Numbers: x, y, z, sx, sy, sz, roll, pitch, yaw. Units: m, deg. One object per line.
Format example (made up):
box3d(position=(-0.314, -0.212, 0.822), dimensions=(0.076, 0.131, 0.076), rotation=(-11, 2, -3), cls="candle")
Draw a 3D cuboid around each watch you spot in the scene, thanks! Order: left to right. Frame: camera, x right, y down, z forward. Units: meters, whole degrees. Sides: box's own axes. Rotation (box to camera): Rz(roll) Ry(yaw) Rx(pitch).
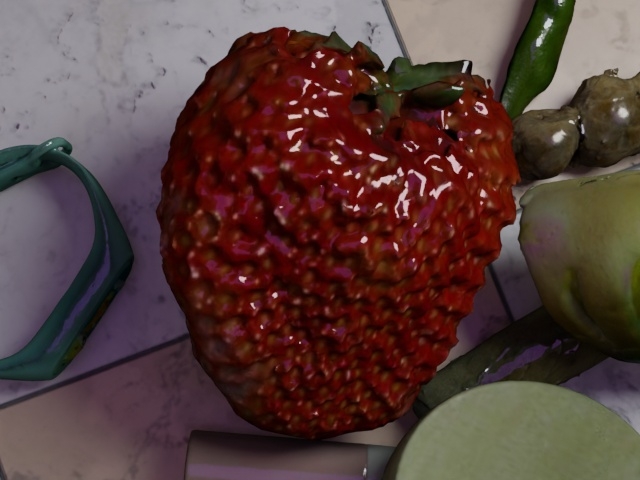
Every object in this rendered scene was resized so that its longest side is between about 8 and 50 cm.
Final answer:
box3d(position=(-0.282, 0.019, 1.104), dimensions=(0.195, 0.068, 0.237), rotation=(34, 87, 6), cls="watch")

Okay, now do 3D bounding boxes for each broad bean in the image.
box3d(position=(0.216, -0.205, 1.140), dimensions=(0.046, 0.061, 0.195), rotation=(17, 82, 3), cls="broad bean")

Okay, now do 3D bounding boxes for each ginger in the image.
box3d(position=(0.272, -0.108, 1.119), dimensions=(0.204, 0.080, 0.104), rotation=(-11, 109, -3), cls="ginger")

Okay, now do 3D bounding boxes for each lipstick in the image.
box3d(position=(0.006, 0.217, 1.077), dimensions=(0.255, 0.070, 0.070), rotation=(5, 83, 0), cls="lipstick")

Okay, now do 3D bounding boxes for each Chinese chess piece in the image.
box3d(position=(0.168, 0.236, 0.969), dimensions=(0.250, 0.101, 0.250), rotation=(4, 53, -5), cls="Chinese chess piece")

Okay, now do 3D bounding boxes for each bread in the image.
box3d(position=(0.295, 0.018, 0.991), dimensions=(0.261, 0.156, 0.158), rotation=(0, 75, 3), cls="bread")

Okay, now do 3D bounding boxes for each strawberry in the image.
box3d(position=(0.000, 0.000, 1.017), dimensions=(0.312, 0.267, 0.351), rotation=(6, 100, -29), cls="strawberry")

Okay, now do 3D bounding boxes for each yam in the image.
box3d(position=(0.253, 0.073, 1.100), dimensions=(0.372, 0.083, 0.083), rotation=(-33, 84, -4), cls="yam")
